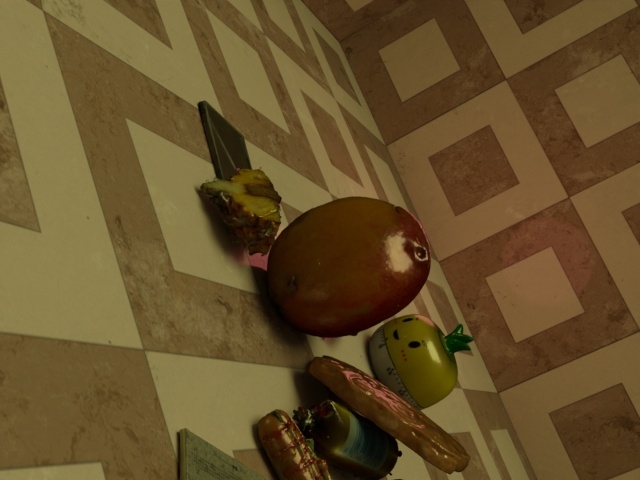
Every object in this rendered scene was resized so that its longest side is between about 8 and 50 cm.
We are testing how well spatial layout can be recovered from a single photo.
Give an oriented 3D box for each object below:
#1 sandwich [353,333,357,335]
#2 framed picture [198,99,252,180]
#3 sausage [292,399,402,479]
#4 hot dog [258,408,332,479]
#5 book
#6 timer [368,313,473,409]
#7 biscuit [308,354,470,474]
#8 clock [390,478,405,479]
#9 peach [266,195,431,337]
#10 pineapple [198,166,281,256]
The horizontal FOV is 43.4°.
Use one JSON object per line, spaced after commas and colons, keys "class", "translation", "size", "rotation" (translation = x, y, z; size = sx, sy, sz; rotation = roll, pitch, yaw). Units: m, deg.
{"class": "sandwich", "translation": [0.069, 0.147, 1.992], "size": [0.109, 0.160, 0.185], "rotation": [17, 16, -1]}
{"class": "framed picture", "translation": [-0.211, -0.199, 1.939], "size": [0.189, 0.023, 0.260], "rotation": [38, 29, -55]}
{"class": "sausage", "translation": [0.031, 0.384, 1.581], "size": [0.317, 0.125, 0.117], "rotation": [39, 31, -47]}
{"class": "hot dog", "translation": [-0.028, 0.413, 1.424], "size": [0.250, 0.076, 0.104], "rotation": [61, 15, 4]}
{"class": "book", "translation": [-0.130, 0.446, 1.155], "size": [0.217, 0.021, 0.310], "rotation": [48, 21, -41]}
{"class": "timer", "translation": [0.297, 0.315, 2.216], "size": [0.285, 0.285, 0.285], "rotation": [54, 18, -27]}
{"class": "biscuit", "translation": [0.149, 0.356, 1.711], "size": [0.385, 0.062, 0.365], "rotation": [33, -2, 20]}
{"class": "clock", "translation": [0.171, 0.605, 1.645], "size": [0.226, 0.049, 0.226], "rotation": [30, 44, -33]}
{"class": "peach", "translation": [0.066, 0.054, 1.779], "size": [0.290, 0.372, 0.372], "rotation": [67, 17, 8]}
{"class": "pineapple", "translation": [-0.179, -0.052, 1.708], "size": [0.164, 0.140, 0.250], "rotation": [2, 32, -25]}
